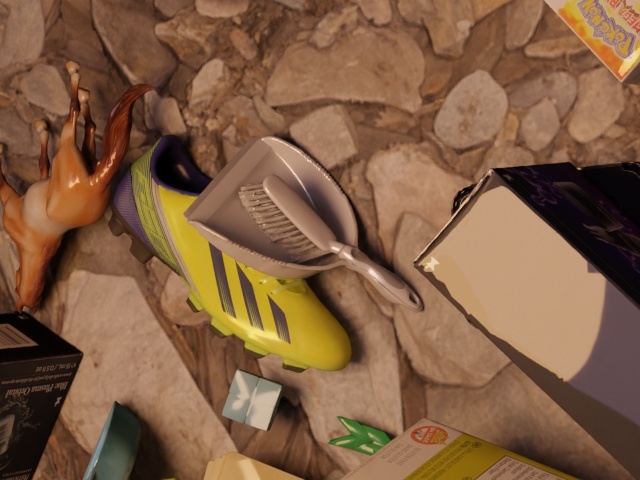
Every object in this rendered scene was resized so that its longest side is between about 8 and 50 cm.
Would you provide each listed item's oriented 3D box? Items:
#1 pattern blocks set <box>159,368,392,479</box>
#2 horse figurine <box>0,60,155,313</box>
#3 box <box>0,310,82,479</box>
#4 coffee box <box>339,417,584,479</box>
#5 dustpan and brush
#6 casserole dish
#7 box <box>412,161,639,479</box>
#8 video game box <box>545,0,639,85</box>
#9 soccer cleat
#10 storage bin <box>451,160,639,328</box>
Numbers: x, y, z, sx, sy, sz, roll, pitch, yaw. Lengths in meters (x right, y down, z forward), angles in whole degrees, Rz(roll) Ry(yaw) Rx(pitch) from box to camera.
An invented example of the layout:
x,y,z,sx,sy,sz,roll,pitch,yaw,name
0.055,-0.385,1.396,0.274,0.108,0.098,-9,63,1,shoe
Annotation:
x,y,z,sx,sy,sz,roll,pitch,yaw,name
-0.052,0.295,1.734,0.285,0.026,0.325,29,91,11,pattern blocks set
-0.249,-0.058,1.854,0.263,0.066,0.174,-35,56,45,horse figurine
-0.335,0.160,1.881,0.093,0.156,0.158,32,107,26,box
0.113,0.394,1.456,0.334,0.338,0.338,19,120,30,coffee box
0.000,0.000,1.714,0.211,0.147,0.060,44,135,-6,dustpan and brush
-0.200,0.219,1.808,0.037,0.188,0.114,22,97,-6,casserole dish
0.220,0.063,1.428,0.261,0.184,0.103,44,113,16,box
0.249,-0.263,1.583,0.205,0.048,0.187,50,116,21,video game box
-0.075,0.011,1.758,0.289,0.093,0.121,39,106,25,soccer cleat
0.208,0.005,1.589,0.180,0.084,0.122,-8,86,32,storage bin
